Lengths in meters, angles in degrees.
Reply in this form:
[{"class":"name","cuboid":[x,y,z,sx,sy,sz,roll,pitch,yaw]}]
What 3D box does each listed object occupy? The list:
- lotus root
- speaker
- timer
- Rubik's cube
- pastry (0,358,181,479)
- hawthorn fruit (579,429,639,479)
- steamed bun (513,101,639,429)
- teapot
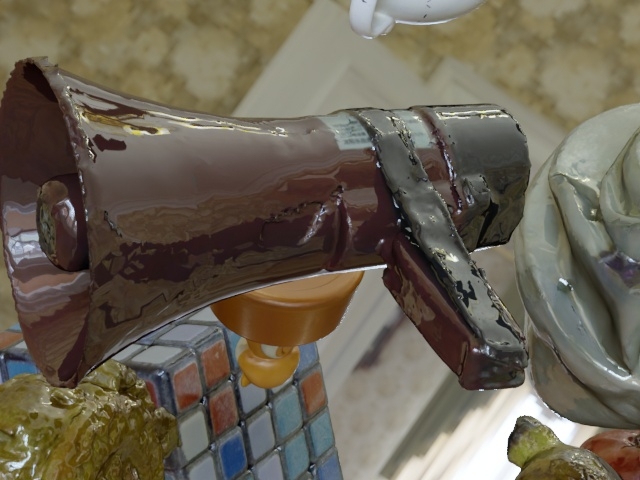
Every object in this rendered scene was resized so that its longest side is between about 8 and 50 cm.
[{"class":"lotus root","cuboid":[0.261,0.306,1.578,0.169,0.141,0.314,26,40,-63]},{"class":"speaker","cuboid":[-0.011,-0.020,0.977,0.329,0.198,0.259,-6,8,-18]},{"class":"timer","cuboid":[-0.039,0.062,1.343,0.132,0.132,0.152,33,-46,25]},{"class":"Rubik's cube","cuboid":[-0.180,0.209,1.852,0.293,0.287,0.292,4,-68,33]},{"class":"pastry","cuboid":[-0.229,0.216,1.396,0.132,0.235,0.240,5,-28,18]},{"class":"hawthorn fruit","cuboid":[0.369,0.300,1.878,0.205,0.205,0.253,30,-42,46]},{"class":"steamed bun","cuboid":[0.337,0.003,1.445,0.367,0.342,0.255,10,-22,35]},{"class":"teapot","cuboid":[0.107,-0.330,1.826,0.208,0.300,0.166,28,-41,2]}]
